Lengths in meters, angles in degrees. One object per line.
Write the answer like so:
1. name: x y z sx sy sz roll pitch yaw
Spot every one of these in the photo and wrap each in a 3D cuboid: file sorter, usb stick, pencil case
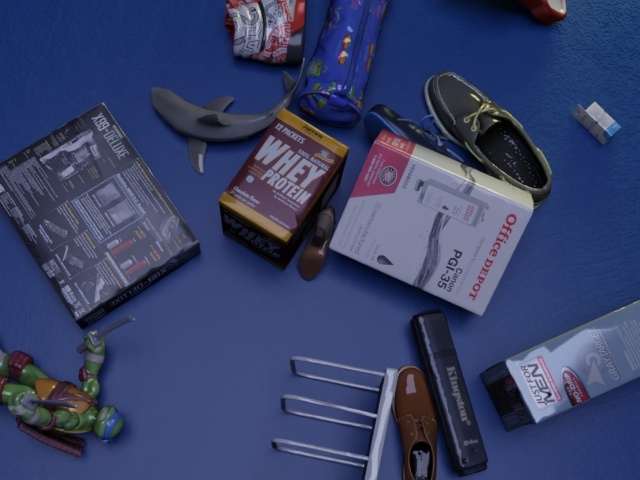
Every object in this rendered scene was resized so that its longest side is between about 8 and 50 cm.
1. file sorter: 0.008 0.332 1.608 0.173 0.193 0.277 12 74 3
2. usb stick: 0.212 0.249 1.706 0.077 0.045 0.278 0 70 -47
3. pencil case: 0.050 -0.357 1.826 0.119 0.133 0.306 18 75 -12

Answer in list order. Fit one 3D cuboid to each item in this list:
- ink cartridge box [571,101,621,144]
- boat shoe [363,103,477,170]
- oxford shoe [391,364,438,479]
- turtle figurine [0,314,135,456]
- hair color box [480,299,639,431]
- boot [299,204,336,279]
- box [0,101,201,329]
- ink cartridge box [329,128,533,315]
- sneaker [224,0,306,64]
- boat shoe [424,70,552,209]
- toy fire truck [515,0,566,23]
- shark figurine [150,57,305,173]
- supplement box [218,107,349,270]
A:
1. ink cartridge box: 0.496 -0.217 1.858 0.028 0.048 0.083 -42 82 -13
2. boat shoe: 0.187 -0.150 1.807 0.258 0.109 0.089 44 69 -9
3. oxford shoe: 0.162 0.305 1.684 0.076 0.076 0.212 -6 74 -3
4. turtle figurine: -0.428 0.197 1.600 0.266 0.274 0.197 14 59 9
5. hair color box: 0.466 0.182 1.678 0.374 0.185 0.113 -23 78 -9
6. boot: 0.000 0.000 1.764 0.042 0.118 0.087 22 39 3
7. box: -0.386 -0.045 1.741 0.242 0.076 0.307 -34 80 -12
8. ink cartridge box: 0.186 -0.032 1.711 0.283 0.117 0.207 24 107 3
9. sneaker: -0.098 -0.450 1.862 0.145 0.090 0.270 4 77 -5
10. boat shoe: 0.299 -0.189 1.816 0.109 0.091 0.305 -36 80 -12
11. toy fire truck: 0.355 -0.566 1.878 0.254 0.169 0.302 15 67 -44
12. shark figurine: -0.152 -0.218 1.778 0.278 0.116 0.166 -10 78 1
13. supplement box: -0.062 -0.080 1.710 0.129 0.194 0.191 32 75 5
